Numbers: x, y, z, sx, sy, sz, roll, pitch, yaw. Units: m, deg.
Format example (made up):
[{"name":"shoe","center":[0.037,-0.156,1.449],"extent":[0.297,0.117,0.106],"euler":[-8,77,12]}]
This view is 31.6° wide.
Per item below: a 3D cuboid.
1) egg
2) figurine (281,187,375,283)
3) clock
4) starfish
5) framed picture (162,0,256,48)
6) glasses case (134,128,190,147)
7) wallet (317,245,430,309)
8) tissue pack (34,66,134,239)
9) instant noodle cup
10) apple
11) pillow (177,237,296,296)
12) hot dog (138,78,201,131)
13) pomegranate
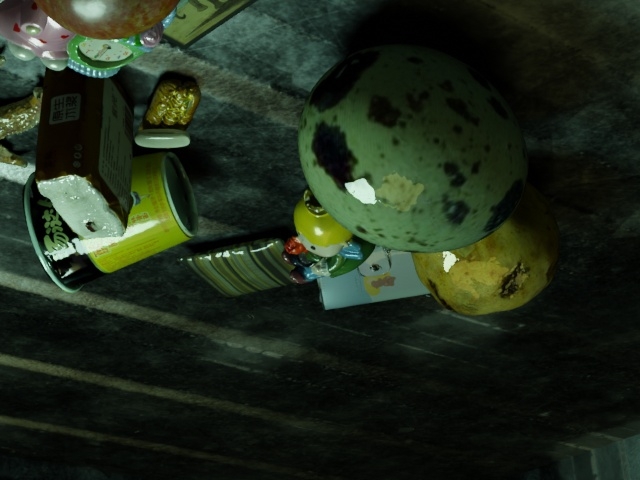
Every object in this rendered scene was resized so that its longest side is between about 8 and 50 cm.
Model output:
[{"name":"egg","center":[0.139,-0.123,1.604],"extent":[0.379,0.288,0.287],"euler":[21,145,-34]},{"name":"figurine","center":[-0.008,-0.012,1.986],"extent":[0.185,0.127,0.234],"euler":[-19,162,14]},{"name":"clock","center":[-0.286,-0.296,1.428],"extent":[0.194,0.100,0.195],"euler":[13,152,-33]},{"name":"starfish","center":[-0.555,-0.183,1.698],"extent":[0.302,0.060,0.299],"euler":[2,154,-6]},{"name":"framed picture","center":[-0.218,-0.370,1.408],"extent":[0.265,0.016,0.347],"euler":[-24,144,37]},{"name":"glasses case","center":[-0.239,-0.154,1.709],"extent":[0.083,0.021,0.032],"euler":[0,153,0]},{"name":"wallet","center":[0.102,0.055,2.177],"extent":[0.231,0.069,0.170],"euler":[-8,134,4]},{"name":"tissue pack","center":[-0.331,-0.136,1.616],"extent":[0.092,0.226,0.183],"euler":[-6,152,13]},{"name":"instant noodle cup","center":[-0.332,-0.042,1.846],"extent":[0.236,0.215,0.215],"euler":[-15,150,9]},{"name":"apple","center":[-0.235,-0.313,1.233],"extent":[0.188,0.188,0.174],"euler":[-5,176,6]},{"name":"pillow","center":[-0.135,0.051,2.172],"extent":[0.212,0.052,0.208],"euler":[-10,154,16]},{"name":"hot dog","center":[-0.227,-0.192,1.711],"extent":[0.071,0.045,0.165],"euler":[11,151,-19]},{"name":"pomegranate","center":[0.281,0.006,1.925],"extent":[0.260,0.260,0.260],"euler":[-1,152,-1]}]
